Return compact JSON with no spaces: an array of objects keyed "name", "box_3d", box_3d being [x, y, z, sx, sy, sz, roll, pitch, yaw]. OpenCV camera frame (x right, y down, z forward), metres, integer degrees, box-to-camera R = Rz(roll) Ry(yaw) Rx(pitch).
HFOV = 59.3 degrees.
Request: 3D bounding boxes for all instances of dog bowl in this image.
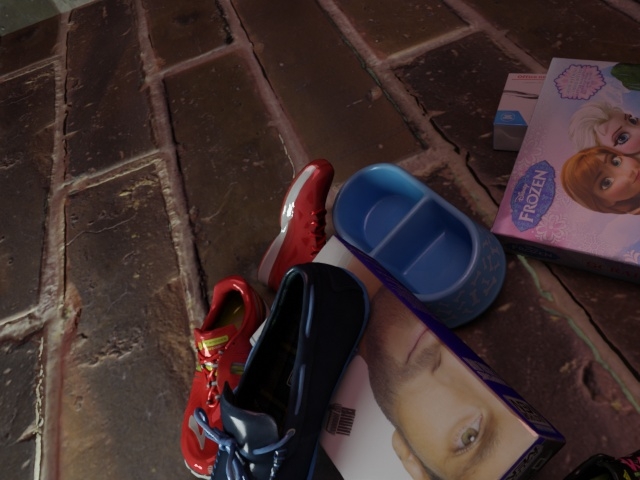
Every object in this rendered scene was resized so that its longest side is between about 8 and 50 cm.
[{"name":"dog bowl","box_3d":[0.126,-0.006,0.813,0.166,0.074,0.297,-47,49,4]}]

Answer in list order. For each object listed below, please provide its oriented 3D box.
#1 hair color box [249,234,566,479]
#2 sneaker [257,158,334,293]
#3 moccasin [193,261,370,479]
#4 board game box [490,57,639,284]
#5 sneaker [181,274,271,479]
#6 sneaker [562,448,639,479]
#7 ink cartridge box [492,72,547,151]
[{"name":"hair color box","box_3d":[0.077,0.166,0.650,0.185,0.110,0.339,-52,51,8]},{"name":"sneaker","box_3d":[0.000,0.000,0.835,0.128,0.221,0.087,33,23,26]},{"name":"moccasin","box_3d":[-0.067,0.178,0.611,0.137,0.116,0.342,14,82,42]},{"name":"board game box","box_3d":[0.442,-0.100,0.782,0.317,0.066,0.319,15,71,28]},{"name":"sneaker","box_3d":[-0.139,0.168,0.752,0.107,0.118,0.279,-7,48,13]},{"name":"sneaker","box_3d":[0.311,0.246,0.568,0.170,0.075,0.063,-21,47,-1]},{"name":"ink cartridge box","box_3d":[0.370,-0.236,0.980,0.104,0.060,0.180,8,53,24]}]
